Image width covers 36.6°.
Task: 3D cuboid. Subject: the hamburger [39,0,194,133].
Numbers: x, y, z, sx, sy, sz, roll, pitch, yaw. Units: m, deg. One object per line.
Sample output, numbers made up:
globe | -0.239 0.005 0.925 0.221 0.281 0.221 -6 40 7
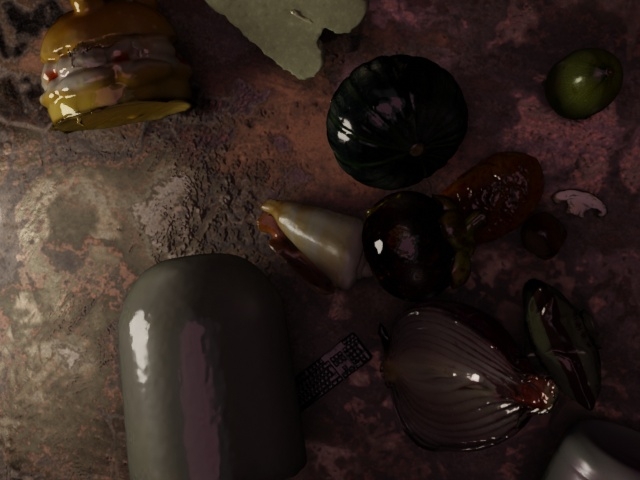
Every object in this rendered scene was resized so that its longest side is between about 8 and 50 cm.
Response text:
hamburger | -0.376 -0.325 1.737 0.276 0.276 0.236 -11 92 9

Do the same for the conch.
conch | 0.009 -0.004 1.767 0.255 0.127 0.158 41 140 23

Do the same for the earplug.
earplug | -0.201 0.221 1.701 0.313 0.312 0.394 -8 87 9

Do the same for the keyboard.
keyboard | 0.000 0.256 1.815 0.204 0.013 0.061 -38 86 7

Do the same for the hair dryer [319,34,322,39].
hair dryer | -0.016 -0.415 1.793 0.063 0.037 0.114 23 87 5

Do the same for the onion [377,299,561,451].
onion | 0.282 0.231 1.659 0.349 0.159 0.267 8 107 39

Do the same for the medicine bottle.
medicine bottle | 0.475 0.494 1.631 0.256 0.256 0.324 21 104 7

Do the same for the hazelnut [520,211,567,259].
hazelnut | 0.399 -0.009 1.721 0.086 0.086 0.086 0 91 8

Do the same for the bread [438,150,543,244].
bread | 0.275 -0.062 1.728 0.269 0.095 0.139 -26 80 12

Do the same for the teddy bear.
teddy bear | -0.090 -0.542 1.727 0.375 0.362 0.327 30 132 -19

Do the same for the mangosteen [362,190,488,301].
mangosteen | 0.182 0.000 1.645 0.217 0.192 0.192 -20 88 16

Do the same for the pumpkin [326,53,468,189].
pumpkin | 0.132 -0.213 1.700 0.250 0.216 0.249 -2 122 -3

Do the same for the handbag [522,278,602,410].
handbag | 0.405 0.167 1.641 0.127 0.235 0.213 -28 88 8

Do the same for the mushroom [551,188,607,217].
mushroom | 0.465 -0.066 1.735 0.101 0.019 0.049 21 93 10

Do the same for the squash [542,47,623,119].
squash | 0.457 -0.269 1.653 0.123 0.186 0.123 0 93 2
